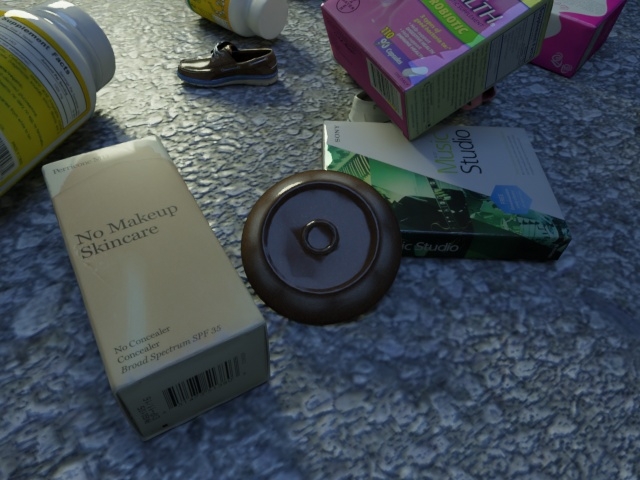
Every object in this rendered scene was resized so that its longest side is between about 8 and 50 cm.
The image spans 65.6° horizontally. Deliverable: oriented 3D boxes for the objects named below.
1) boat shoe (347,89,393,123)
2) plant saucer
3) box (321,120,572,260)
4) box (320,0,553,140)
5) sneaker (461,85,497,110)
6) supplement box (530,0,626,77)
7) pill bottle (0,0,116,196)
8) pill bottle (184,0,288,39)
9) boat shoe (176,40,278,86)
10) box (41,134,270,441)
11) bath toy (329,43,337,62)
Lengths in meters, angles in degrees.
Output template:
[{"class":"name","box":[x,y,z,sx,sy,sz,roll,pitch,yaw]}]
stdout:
[{"class":"boat shoe","box":[0.139,-0.248,0.849,0.083,0.076,0.226,36,55,24]},{"class":"plant saucer","box":[0.000,0.000,0.594,0.198,0.036,0.199,-1,74,3]},{"class":"box","box":[0.161,-0.079,0.715,0.321,0.058,0.232,0,49,-2]},{"class":"box","box":[0.164,-0.311,0.732,0.243,0.117,0.214,-33,65,-2]},{"class":"sneaker","box":[0.292,-0.328,0.933,0.319,0.112,0.131,-39,103,-45]},{"class":"supplement box","box":[0.530,-0.446,1.031,0.111,0.114,0.220,34,53,22]},{"class":"pill bottle","box":[-0.442,-0.197,0.687,0.187,0.188,0.334,16,49,10]},{"class":"pill bottle","box":[-0.171,-0.488,1.009,0.208,0.118,0.117,34,55,22]},{"class":"boat shoe","box":[-0.169,-0.323,0.898,0.183,0.066,0.066,-5,49,-9]},{"class":"box","box":[-0.186,0.032,0.548,0.148,0.121,0.311,-23,55,-22]},{"class":"bath toy","box":[0.184,-0.406,0.902,0.348,0.151,0.129,-28,63,0]}]
